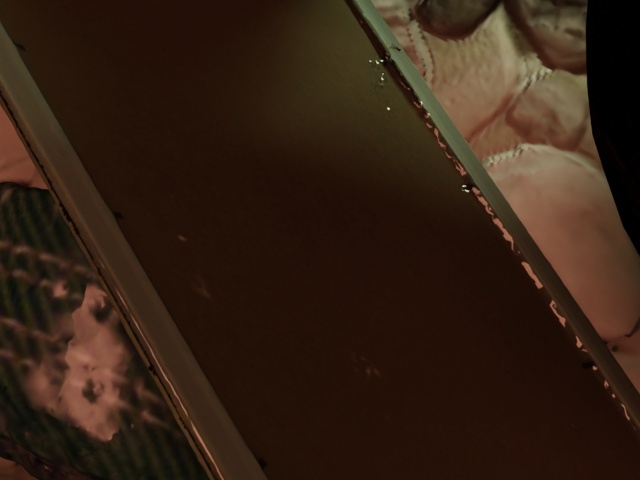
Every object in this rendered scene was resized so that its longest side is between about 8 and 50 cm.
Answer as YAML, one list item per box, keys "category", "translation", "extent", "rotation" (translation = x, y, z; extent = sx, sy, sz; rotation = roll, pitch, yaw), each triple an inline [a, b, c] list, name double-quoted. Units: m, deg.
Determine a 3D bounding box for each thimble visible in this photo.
- category: "thimble"
  translation: [-0.080, 0.044, 0.601]
  extent: [0.135, 0.118, 0.090]
  rotation: [24, 72, 12]

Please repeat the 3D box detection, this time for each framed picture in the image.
- category: "framed picture"
  translation: [0.000, 0.000, 0.589]
  extent: [0.019, 0.232, 0.296]
  rotation: [-45, 66, 33]

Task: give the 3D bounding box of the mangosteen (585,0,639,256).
- category: "mangosteen"
  translation: [0.236, -0.070, 0.526]
  extent: [0.300, 0.300, 0.300]
  rotation: [-1, 70, 4]
